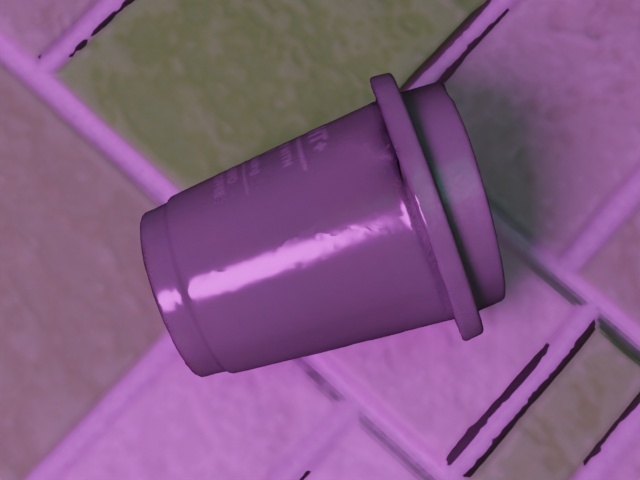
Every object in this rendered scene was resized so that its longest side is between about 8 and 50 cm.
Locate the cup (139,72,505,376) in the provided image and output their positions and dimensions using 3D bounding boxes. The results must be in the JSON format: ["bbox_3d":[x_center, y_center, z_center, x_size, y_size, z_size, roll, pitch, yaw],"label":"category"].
[{"bbox_3d":[0.000,0.000,0.475,0.141,0.120,0.120,-18,75,2],"label":"cup"}]
